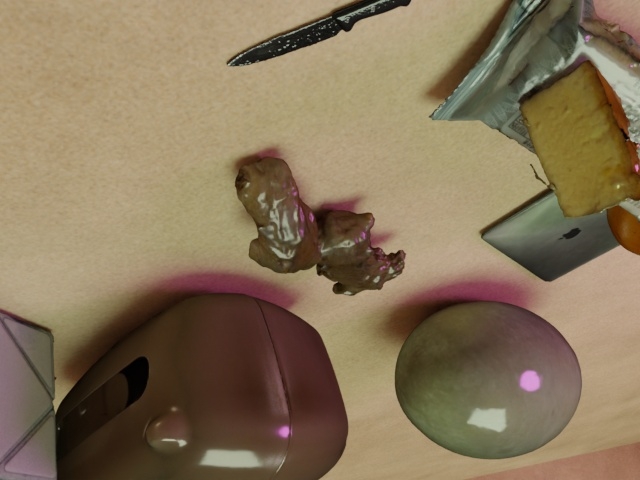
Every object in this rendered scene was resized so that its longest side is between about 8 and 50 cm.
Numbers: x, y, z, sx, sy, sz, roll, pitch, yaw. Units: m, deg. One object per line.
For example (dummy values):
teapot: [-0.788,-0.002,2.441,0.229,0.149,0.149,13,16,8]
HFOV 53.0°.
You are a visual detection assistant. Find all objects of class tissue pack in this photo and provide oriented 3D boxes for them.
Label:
tissue pack: [-0.183,0.246,0.849,0.387,0.267,0.277,-36,141,28]

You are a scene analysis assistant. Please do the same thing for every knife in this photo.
knife: [-0.001,-0.178,0.543,0.170,0.010,0.023,-19,142,5]

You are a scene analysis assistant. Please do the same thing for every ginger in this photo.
ginger: [0.001,0.001,0.742,0.122,0.084,0.290,-25,147,24]

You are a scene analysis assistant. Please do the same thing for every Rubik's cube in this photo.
Rubik's cube: [-0.442,0.197,0.712,0.205,0.205,0.207,-26,145,13]

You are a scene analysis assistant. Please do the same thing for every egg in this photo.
egg: [0.278,0.227,1.057,0.352,0.258,0.258,18,133,-39]

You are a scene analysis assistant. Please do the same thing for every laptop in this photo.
laptop: [0.373,-0.015,0.960,0.187,0.015,0.269,-35,144,25]

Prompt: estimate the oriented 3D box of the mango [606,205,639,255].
mango: [0.415,-0.071,0.796,0.112,0.145,0.219,5,140,31]

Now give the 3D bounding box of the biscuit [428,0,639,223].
biscuit: [0.286,-0.127,0.632,0.309,0.079,0.186,25,128,-16]

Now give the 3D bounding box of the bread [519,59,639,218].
bread: [0.224,-0.080,0.559,0.084,0.109,0.080,-28,129,36]
